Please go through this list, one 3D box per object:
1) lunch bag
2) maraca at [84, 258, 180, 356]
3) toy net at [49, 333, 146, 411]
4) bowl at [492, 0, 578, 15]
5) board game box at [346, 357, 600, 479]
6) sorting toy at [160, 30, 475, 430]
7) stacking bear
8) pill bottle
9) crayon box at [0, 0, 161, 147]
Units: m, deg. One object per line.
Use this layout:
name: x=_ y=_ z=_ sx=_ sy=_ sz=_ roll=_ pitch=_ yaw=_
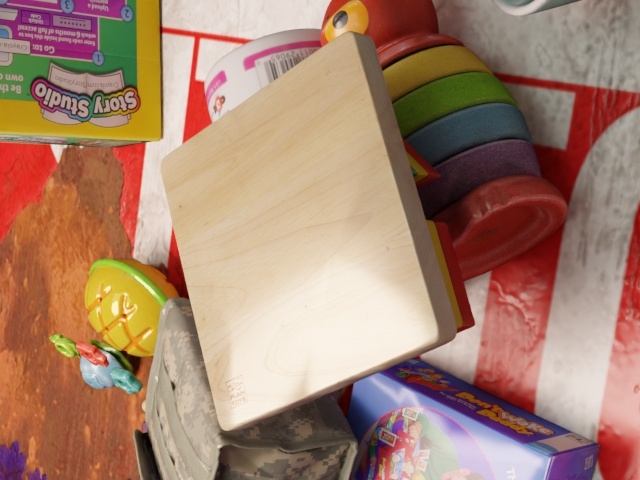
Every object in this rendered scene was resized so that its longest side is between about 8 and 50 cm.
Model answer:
lunch bag: x=-0.094 y=0.236 z=1.280 sx=0.235 sy=0.168 sz=0.287 roll=-117 pitch=35 yaw=-52
maraca: x=-0.205 y=0.089 z=1.480 sx=0.185 sy=0.099 sz=0.127 roll=31 pitch=141 yaw=23
toy net: x=-0.213 y=0.160 z=1.495 sx=0.232 sy=0.045 sz=0.122 roll=15 pitch=146 yaw=32
bowl: x=0.233 y=-0.322 z=0.948 sx=0.311 sy=0.163 sz=0.312 roll=-178 pitch=90 yaw=-80
board game box: x=0.108 y=0.313 z=1.190 sx=0.233 sy=0.078 sz=0.347 roll=23 pitch=107 yaw=42
sorting toy: x=0.000 y=0.000 z=1.054 sx=0.257 sy=0.089 sz=0.256 roll=-29 pitch=70 yaw=40
stacking bear: x=0.091 y=-0.117 z=1.135 sx=0.175 sy=0.164 sz=0.289 roll=-38 pitch=67 yaw=37
pill bottle: x=-0.008 y=-0.048 z=1.233 sx=0.160 sy=0.160 sz=0.283 roll=-29 pitch=68 yaw=41
crayon box: x=-0.353 y=-0.271 z=1.431 sx=0.106 sy=0.362 sz=0.313 roll=0 pitch=91 yaw=44
